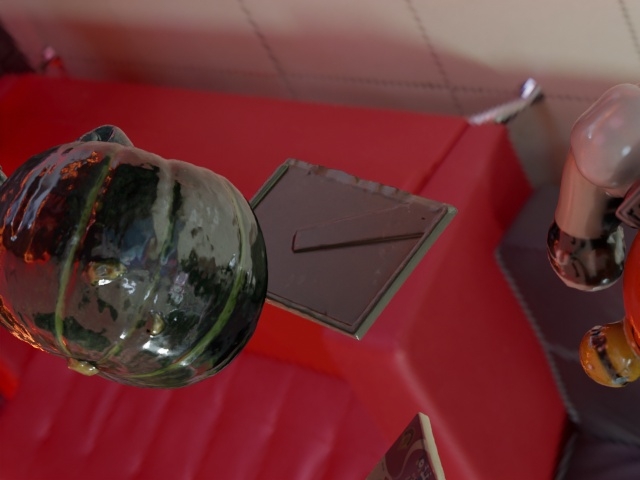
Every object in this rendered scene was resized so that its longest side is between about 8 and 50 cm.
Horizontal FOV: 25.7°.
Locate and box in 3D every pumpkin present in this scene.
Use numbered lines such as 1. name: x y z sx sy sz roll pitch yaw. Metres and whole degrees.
1. pumpkin: -0.214 0.030 1.514 0.323 0.241 0.323 12 168 3

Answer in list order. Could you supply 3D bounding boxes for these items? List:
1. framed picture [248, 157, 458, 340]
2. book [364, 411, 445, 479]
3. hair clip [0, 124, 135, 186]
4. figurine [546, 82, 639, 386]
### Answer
1. framed picture: 0.000 0.000 1.675 0.281 0.209 0.019 21 152 41
2. book: 0.081 0.354 1.843 0.022 0.232 0.162 30 -160 -18
3. hair clip: -0.376 -0.035 1.804 0.310 0.206 0.194 -4 168 -13
4. figurine: 0.329 0.009 1.122 0.196 0.320 0.323 29 -160 -44
